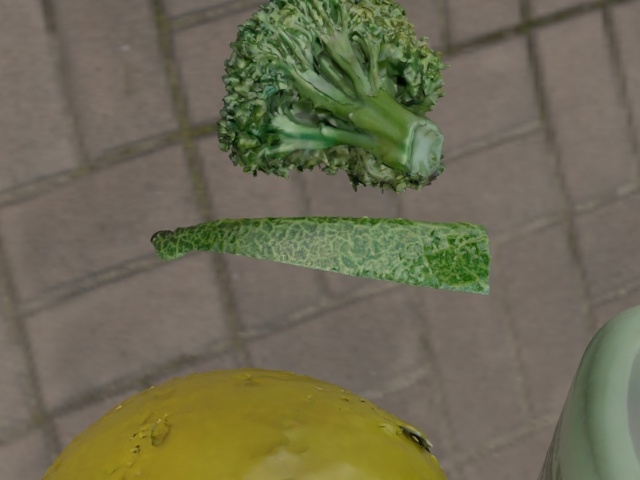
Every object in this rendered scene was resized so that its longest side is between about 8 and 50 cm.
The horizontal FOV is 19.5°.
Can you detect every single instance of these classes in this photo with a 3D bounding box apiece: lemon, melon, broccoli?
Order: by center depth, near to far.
[{"bbox_3d":[-0.026,0.134,0.670,0.173,0.206,0.173,-11,106,-43],"label":"lemon"},{"bbox_3d":[-0.001,0.001,1.436,0.261,0.114,0.053,5,96,0],"label":"melon"},{"bbox_3d":[0.028,-0.099,1.471,0.219,0.194,0.194,43,72,-44],"label":"broccoli"}]

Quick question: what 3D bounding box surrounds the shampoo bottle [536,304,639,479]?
[{"bbox_3d":[0.177,0.206,1.049,0.151,0.349,0.222,7,47,-3],"label":"shampoo bottle"}]
